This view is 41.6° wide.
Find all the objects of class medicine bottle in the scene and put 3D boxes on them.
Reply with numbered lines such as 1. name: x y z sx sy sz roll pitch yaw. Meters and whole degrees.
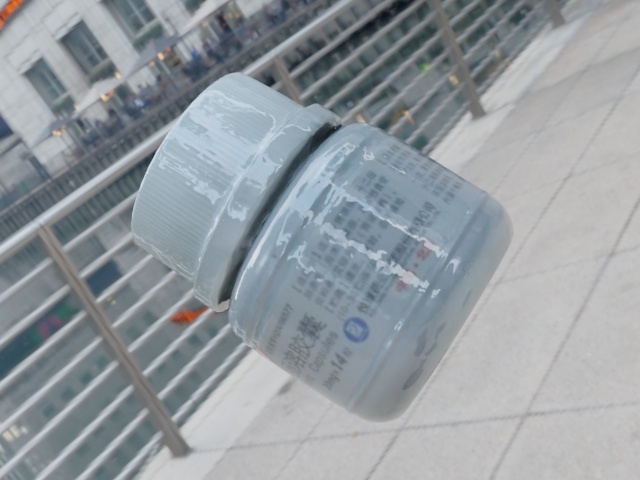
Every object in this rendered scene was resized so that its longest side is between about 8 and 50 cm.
1. medicine bottle: 0.000 0.000 0.811 0.245 0.306 0.245 -56 -9 -13
